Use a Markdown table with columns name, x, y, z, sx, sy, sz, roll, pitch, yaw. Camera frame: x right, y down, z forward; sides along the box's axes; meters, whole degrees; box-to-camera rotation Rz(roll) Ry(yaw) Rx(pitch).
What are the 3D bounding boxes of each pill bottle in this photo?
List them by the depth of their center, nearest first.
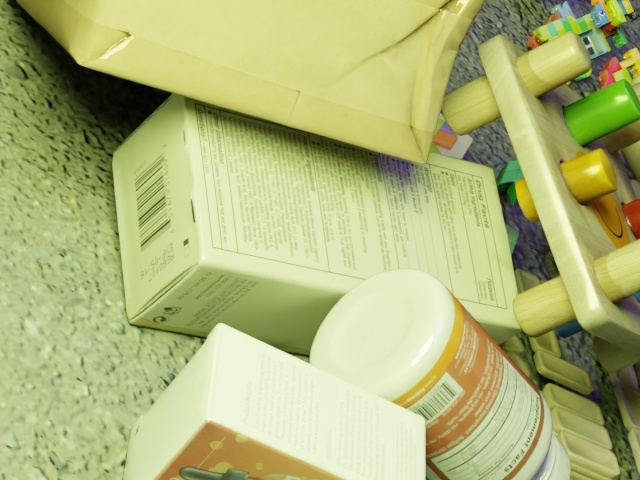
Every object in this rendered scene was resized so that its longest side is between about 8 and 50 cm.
| name | x | y | z | sx | sy | sz | roll | pitch | yaw |
| --- | --- | --- | --- | --- | --- | --- | --- | --- | --- |
| pill bottle | 0.097 | 0.127 | 1.371 | 0.216 | 0.121 | 0.121 | 47 | 28 | -36 |

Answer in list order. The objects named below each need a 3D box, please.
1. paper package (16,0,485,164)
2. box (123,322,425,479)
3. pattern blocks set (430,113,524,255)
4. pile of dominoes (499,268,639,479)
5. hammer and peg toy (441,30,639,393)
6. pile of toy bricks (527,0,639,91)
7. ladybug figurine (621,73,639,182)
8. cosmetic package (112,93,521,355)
| name | x | y | z | sx | sy | sz | roll | pitch | yaw |
| --- | --- | --- | --- | --- | --- | --- | --- | --- | --- |
| paper package | -0.068 | -0.211 | 1.447 | 0.310 | 0.168 | 0.325 | 15 | 11 | -23 |
| box | -0.032 | 0.157 | 1.254 | 0.170 | 0.130 | 0.091 | 26 | 39 | -19 |
| pattern blocks set | 0.056 | -0.113 | 1.697 | 0.325 | 0.026 | 0.285 | 28 | 37 | -14 |
| pile of dominoes | 0.197 | 0.118 | 1.607 | 0.196 | 0.040 | 0.251 | 24 | 31 | -22 |
| hammer and peg toy | 0.252 | -0.009 | 1.537 | 0.361 | 0.127 | 0.266 | 25 | 43 | -59 |
| pile of toy bricks | 0.275 | -0.223 | 1.982 | 0.105 | 0.118 | 0.212 | -24 | 86 | -23 |
| ladybug figurine | 0.447 | 0.000 | 1.766 | 0.449 | 0.162 | 0.305 | 58 | 13 | 19 |
| cosmetic package | 0.000 | 0.000 | 1.446 | 0.309 | 0.113 | 0.160 | 14 | 55 | -34 |
